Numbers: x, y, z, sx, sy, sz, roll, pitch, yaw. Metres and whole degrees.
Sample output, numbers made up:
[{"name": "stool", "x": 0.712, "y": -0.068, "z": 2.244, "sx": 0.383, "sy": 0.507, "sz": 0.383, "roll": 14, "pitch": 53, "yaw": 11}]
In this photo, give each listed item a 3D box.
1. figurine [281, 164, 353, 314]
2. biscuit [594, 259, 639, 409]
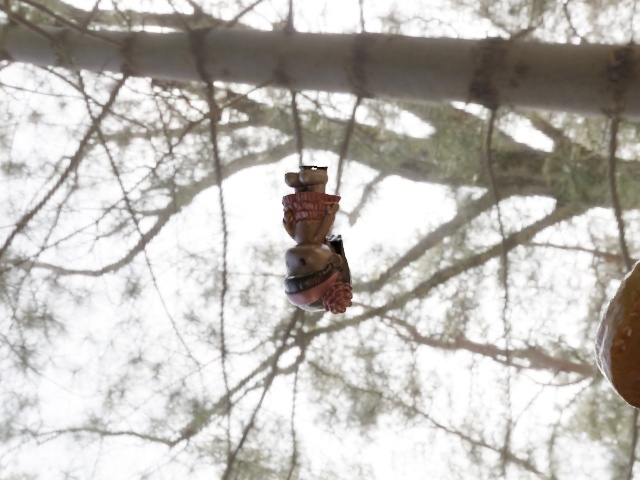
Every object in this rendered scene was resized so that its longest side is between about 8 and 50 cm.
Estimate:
[{"name": "figurine", "x": 0.000, "y": 0.000, "z": 0.684, "sx": 0.054, "sy": 0.072, "sz": 0.129, "roll": 7, "pitch": -101, "yaw": -47}, {"name": "biscuit", "x": 0.416, "y": 0.100, "z": 0.694, "sx": 0.051, "sy": 0.375, "sz": 0.269, "roll": -96, "pitch": 29, "yaw": -61}]
